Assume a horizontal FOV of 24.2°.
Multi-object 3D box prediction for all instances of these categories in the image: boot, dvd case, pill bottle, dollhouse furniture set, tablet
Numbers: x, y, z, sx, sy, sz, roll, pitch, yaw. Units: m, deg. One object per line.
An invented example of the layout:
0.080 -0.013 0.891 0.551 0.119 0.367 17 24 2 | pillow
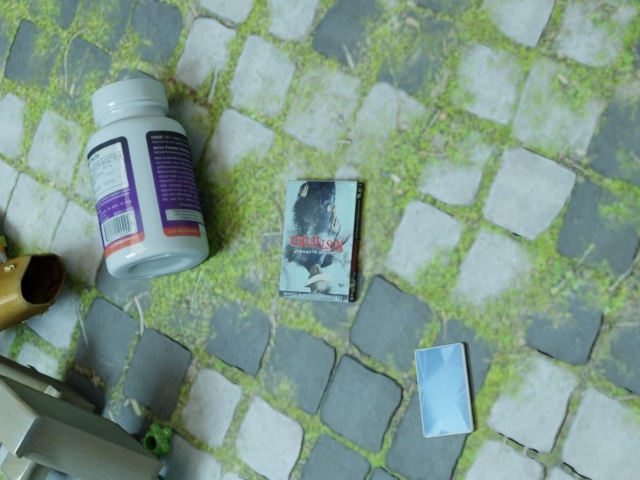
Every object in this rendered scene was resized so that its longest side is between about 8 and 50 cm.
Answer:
-0.406 0.089 1.585 0.211 0.295 0.104 -18 104 22 | boot
0.000 0.000 1.478 0.087 0.013 0.119 3 88 35 | dvd case
-0.185 -0.065 1.557 0.108 0.108 0.193 -21 74 32 | pill bottle
-0.341 0.323 1.502 0.303 0.174 0.355 30 89 50 | dollhouse furniture set
0.115 0.139 1.388 0.054 0.006 0.083 -12 78 34 | tablet

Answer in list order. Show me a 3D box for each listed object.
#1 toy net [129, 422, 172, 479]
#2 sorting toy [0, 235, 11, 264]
-0.240 0.284 1.601 0.232 0.045 0.122 -29 70 30 | toy net
-0.395 0.005 1.742 0.083 0.045 0.075 -32 61 29 | sorting toy
